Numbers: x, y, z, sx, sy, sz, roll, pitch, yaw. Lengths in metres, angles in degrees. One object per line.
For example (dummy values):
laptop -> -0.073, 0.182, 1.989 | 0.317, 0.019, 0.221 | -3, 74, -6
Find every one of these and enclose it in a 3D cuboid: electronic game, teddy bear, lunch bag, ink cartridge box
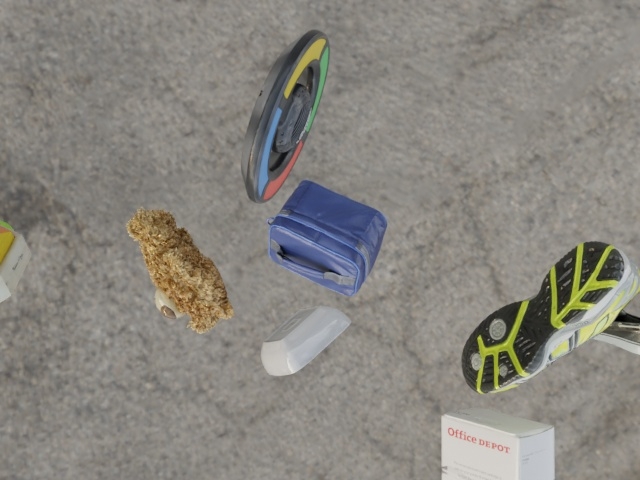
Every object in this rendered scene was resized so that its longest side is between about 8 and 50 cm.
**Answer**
electronic game -> -0.040, -0.154, 1.043 | 0.048, 0.229, 0.229 | 22, 121, 8
teddy bear -> -0.268, 0.055, 1.488 | 0.113, 0.338, 0.245 | -25, 133, -15
lunch bag -> 0.000, 0.000, 0.704 | 0.067, 0.098, 0.065 | 95, 21, -57
ink cartridge box -> 0.349, 0.488, 1.628 | 0.117, 0.207, 0.283 | -4, 95, -37

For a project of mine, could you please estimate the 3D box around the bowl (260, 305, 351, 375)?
bowl -> -0.032, 0.155, 1.338 | 0.142, 0.142, 0.053 | -40, 100, -24

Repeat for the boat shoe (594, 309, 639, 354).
boat shoe -> 0.581, 0.162, 1.647 | 0.078, 0.219, 0.070 | -15, 107, -29

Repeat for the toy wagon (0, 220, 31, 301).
toy wagon -> -0.604, 0.073, 1.204 | 0.344, 0.267, 0.068 | -11, 121, 5

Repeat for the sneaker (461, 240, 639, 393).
sneaker -> 0.413, 0.162, 1.469 | 0.147, 0.145, 0.385 | 18, 132, -37
